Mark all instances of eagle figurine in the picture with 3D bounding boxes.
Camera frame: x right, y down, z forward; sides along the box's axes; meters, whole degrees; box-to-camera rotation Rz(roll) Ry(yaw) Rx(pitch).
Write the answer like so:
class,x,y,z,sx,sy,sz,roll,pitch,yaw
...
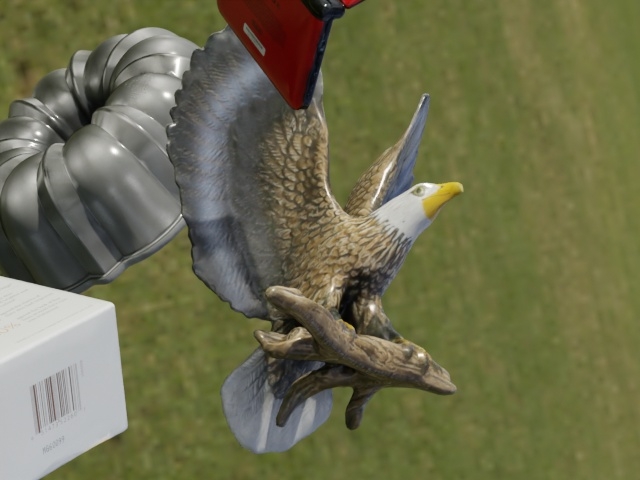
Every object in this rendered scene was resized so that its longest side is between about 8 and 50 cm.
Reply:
class,x,y,z,sx,sy,sz,roll,pitch,yaw
eagle figurine,0.011,-0.004,1.456,0.226,0.225,0.298,86,-10,-45

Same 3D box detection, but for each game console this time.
class,x,y,z,sx,sy,sz,roll,pitch,yaw
game console,0.002,-0.176,1.294,0.144,0.085,0.124,55,-40,43

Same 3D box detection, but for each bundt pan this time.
class,x,y,z,sx,sy,sz,roll,pitch,yaw
bundt pan,-0.231,-0.095,1.945,0.124,0.331,0.331,51,25,-27

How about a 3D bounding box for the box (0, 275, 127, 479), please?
class,x,y,z,sx,sy,sz,roll,pitch,yaw
box,-0.230,0.087,1.210,0.130,0.170,0.091,-28,121,-47
